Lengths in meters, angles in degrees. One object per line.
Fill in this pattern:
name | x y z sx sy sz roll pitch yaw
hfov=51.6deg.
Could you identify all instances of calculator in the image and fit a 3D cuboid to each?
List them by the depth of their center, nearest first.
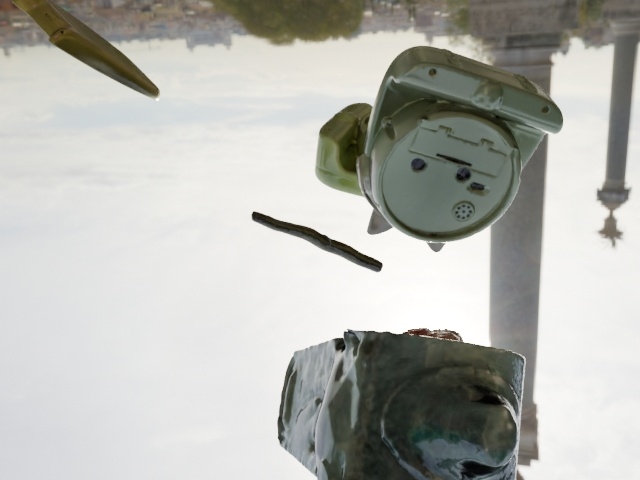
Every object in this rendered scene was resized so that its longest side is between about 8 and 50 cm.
calculator | -0.329 -0.281 0.981 0.157 0.033 0.236 43 -172 24

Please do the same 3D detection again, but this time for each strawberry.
strawberry | 0.258 0.237 1.459 0.106 0.175 0.236 -52 -166 -16

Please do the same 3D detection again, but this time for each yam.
yam | -0.001 0.001 1.033 0.234 0.027 0.029 22 -176 -22

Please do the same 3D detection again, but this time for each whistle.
whistle | 0.054 0.192 0.729 0.405 0.168 0.188 -4 163 43

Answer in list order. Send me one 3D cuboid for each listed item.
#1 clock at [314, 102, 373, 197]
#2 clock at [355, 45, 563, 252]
clock | 0.181 -0.167 1.273 0.348 0.117 0.286 12 -153 13
clock | 0.193 -0.117 1.031 0.265 0.324 0.108 14 -150 -11
